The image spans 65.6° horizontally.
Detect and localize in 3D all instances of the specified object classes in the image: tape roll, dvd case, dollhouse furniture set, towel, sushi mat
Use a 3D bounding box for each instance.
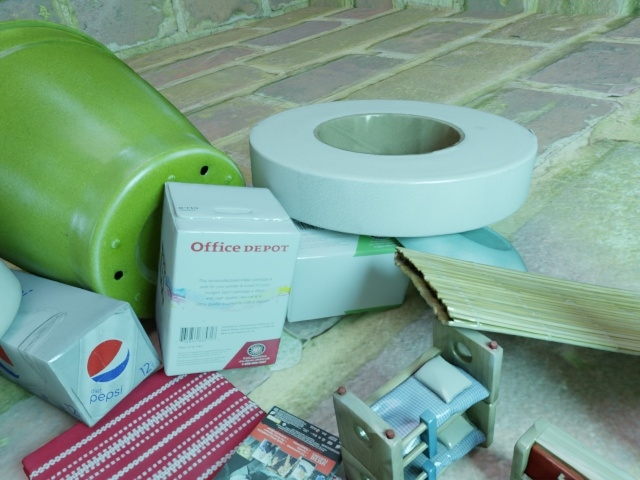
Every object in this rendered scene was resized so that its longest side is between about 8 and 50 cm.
[{"bbox_3d":[0.095,-0.122,0.699,0.391,0.072,0.392,0,28,0],"label":"tape roll"},{"bbox_3d":[-0.041,0.204,0.427,0.087,0.013,0.119,15,37,28],"label":"dvd case"},{"bbox_3d":[0.121,0.171,0.376,0.129,0.129,0.183,-29,38,-28],"label":"dollhouse furniture set"},{"bbox_3d":[-0.127,0.220,0.454,0.274,0.031,0.198,25,44,38],"label":"towel"},{"bbox_3d":[0.238,0.066,0.484,0.316,0.019,0.151,11,17,-11],"label":"sushi mat"}]

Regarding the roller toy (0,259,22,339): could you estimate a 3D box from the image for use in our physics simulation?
[{"bbox_3d":[-0.418,0.059,0.485,0.209,0.146,0.191,-28,36,-5],"label":"roller toy"}]

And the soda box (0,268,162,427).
[{"bbox_3d":[-0.322,0.111,0.578,0.286,0.091,0.098,7,35,36],"label":"soda box"}]

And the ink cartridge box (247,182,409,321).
[{"bbox_3d":[0.000,0.000,0.671,0.160,0.093,0.219,-4,29,-21],"label":"ink cartridge box"}]

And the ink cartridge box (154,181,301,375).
[{"bbox_3d":[-0.112,0.038,0.561,0.128,0.176,0.127,1,28,-25],"label":"ink cartridge box"}]

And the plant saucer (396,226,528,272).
[{"bbox_3d":[0.181,0.001,0.621,0.194,0.038,0.195,19,21,-8],"label":"plant saucer"}]

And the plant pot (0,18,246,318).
[{"bbox_3d":[-0.304,-0.075,0.699,0.352,0.367,0.366,30,48,28],"label":"plant pot"}]
